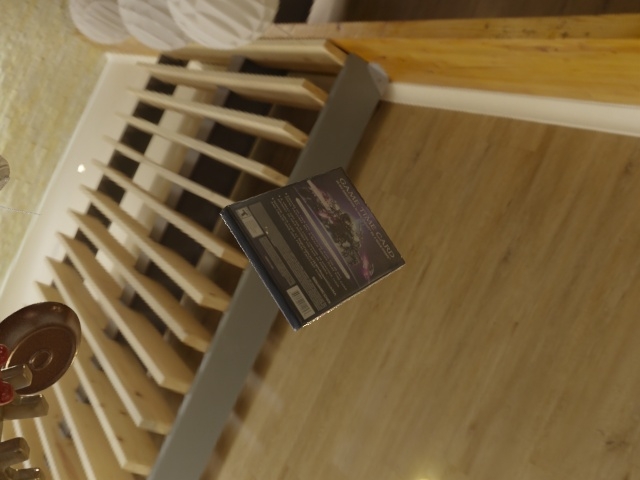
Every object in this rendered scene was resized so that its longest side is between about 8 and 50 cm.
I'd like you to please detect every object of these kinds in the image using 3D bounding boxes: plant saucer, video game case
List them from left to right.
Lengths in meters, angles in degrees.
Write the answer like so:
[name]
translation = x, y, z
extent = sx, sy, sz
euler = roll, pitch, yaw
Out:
[plant saucer]
translation = -0.503, 0.203, 1.225
extent = 0.036, 0.198, 0.199
euler = 28, -86, 31
[video game case]
translation = 0.000, 0.000, 1.040
extent = 0.026, 0.274, 0.196
euler = -39, -99, 40

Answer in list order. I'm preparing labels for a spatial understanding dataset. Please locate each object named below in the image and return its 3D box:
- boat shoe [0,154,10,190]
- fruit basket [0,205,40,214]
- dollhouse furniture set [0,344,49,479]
[boat shoe]
translation = -0.375, -0.005, 0.704
extent = 0.184, 0.063, 0.066
euler = -48, -175, -10
[fruit basket]
translation = -0.695, -0.104, 1.149
extent = 0.327, 0.352, 0.166
euler = 50, 46, -85
[dollhouse furniture set]
translation = -0.313, 0.233, 0.514
extent = 0.374, 0.152, 0.201
euler = -111, -166, -46
